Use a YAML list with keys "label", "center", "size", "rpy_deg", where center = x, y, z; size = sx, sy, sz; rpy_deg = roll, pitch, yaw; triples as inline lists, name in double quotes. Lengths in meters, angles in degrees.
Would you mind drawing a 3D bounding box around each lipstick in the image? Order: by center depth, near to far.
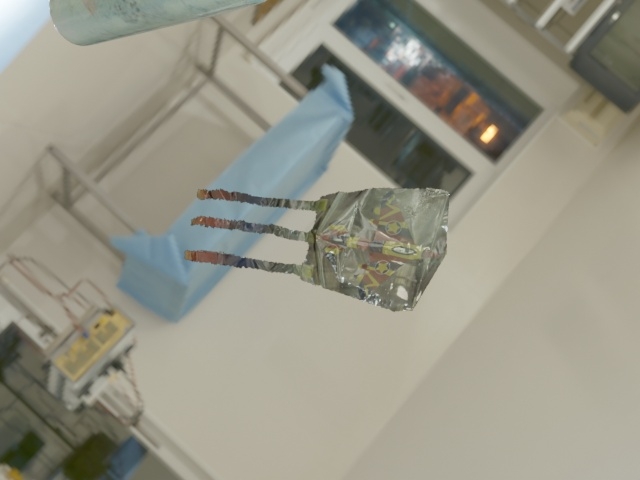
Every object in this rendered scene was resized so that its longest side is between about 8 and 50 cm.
- label: "lipstick"
  center: [-0.097, -0.150, 0.618]
  size: [0.157, 0.048, 0.048]
  rpy_deg: [-2, -150, 40]

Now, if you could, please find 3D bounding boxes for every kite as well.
- label: "kite"
  center: [0.000, -0.001, 0.962]
  size: [0.015, 0.245, 0.141]
  rpy_deg: [-105, -155, -60]
